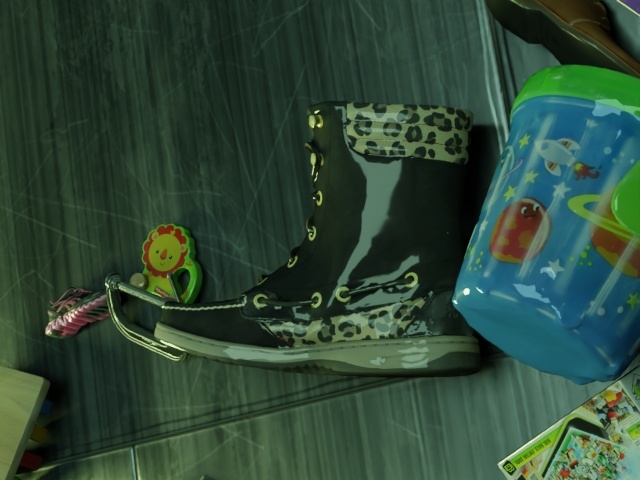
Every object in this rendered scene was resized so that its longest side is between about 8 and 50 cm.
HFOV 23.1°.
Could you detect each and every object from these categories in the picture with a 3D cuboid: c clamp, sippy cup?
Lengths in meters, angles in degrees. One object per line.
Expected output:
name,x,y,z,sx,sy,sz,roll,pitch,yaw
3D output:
c clamp,-0.203,0.078,1.842,0.161,0.022,0.137,13,131,43
sippy cup,0.238,-0.001,1.409,0.240,0.305,0.224,20,71,31

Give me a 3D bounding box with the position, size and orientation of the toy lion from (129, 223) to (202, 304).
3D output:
toy lion,-0.178,0.031,1.868,0.100,0.034,0.096,30,94,34

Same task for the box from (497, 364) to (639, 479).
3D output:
box,0.261,0.209,1.458,0.114,0.036,0.207,55,141,11

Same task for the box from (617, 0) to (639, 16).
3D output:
box,0.322,-0.221,1.439,0.293,0.201,0.057,44,108,32

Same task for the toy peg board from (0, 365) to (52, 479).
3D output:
toy peg board,-0.410,0.245,1.986,0.161,0.079,0.160,10,74,35

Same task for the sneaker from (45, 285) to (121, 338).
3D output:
sneaker,-0.297,0.077,1.940,0.119,0.047,0.057,-26,58,29

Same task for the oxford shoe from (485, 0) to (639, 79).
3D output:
oxford shoe,0.266,-0.209,1.564,0.076,0.076,0.212,-39,67,-18

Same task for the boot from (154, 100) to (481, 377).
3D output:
boot,0.000,0.000,1.677,0.377,0.138,0.284,1,86,32
